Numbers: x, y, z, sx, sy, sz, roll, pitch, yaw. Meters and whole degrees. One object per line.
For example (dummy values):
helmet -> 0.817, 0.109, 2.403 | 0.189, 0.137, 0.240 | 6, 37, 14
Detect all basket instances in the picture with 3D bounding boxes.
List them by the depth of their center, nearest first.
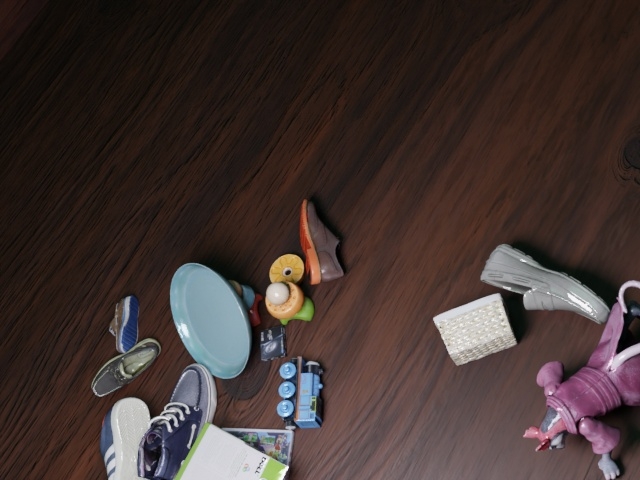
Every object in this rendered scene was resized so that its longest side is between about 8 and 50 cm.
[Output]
basket -> 0.362, 0.210, 1.829 | 0.167, 0.113, 0.103 | -22, 60, 12

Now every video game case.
video game case -> -0.168, 0.553, 1.928 | 0.201, 0.023, 0.183 | -4, 61, 23

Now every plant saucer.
plant saucer -> -0.278, 0.204, 2.048 | 0.318, 0.317, 0.044 | 30, 36, 34

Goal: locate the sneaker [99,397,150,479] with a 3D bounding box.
sneaker -> -0.496, 0.584, 2.012 | 0.148, 0.131, 0.350 | -26, 62, 49

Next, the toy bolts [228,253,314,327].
toy bolts -> -0.152, 0.120, 2.079 | 0.229, 0.158, 0.218 | -14, 58, 17

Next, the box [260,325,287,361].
box -> -0.123, 0.270, 2.068 | 0.067, 0.018, 0.083 | -14, 58, 16

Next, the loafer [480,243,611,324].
loafer -> 0.515, 0.119, 1.818 | 0.319, 0.112, 0.111 | 30, 83, 42

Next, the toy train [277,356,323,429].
toy train -> -0.046, 0.375, 1.942 | 0.105, 0.080, 0.184 | -4, 59, 12

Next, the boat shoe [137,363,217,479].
boat shoe -> -0.360, 0.457, 1.980 | 0.127, 0.158, 0.340 | -9, 60, 22

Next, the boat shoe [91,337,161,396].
boat shoe -> -0.536, 0.351, 2.159 | 0.223, 0.073, 0.080 | -36, 98, -2

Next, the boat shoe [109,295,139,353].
boat shoe -> -0.563, 0.247, 2.256 | 0.066, 0.066, 0.183 | -18, 47, 20

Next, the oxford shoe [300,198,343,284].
oxford shoe -> 0.000, 0.000, 2.137 | 0.098, 0.097, 0.271 | -5, 56, -8

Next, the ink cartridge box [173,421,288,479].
ink cartridge box -> -0.202, 0.572, 1.859 | 0.255, 0.097, 0.188 | 19, 72, 30

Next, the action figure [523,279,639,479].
action figure -> 0.573, 0.307, 1.596 | 0.370, 0.275, 0.248 | -35, 59, -14
